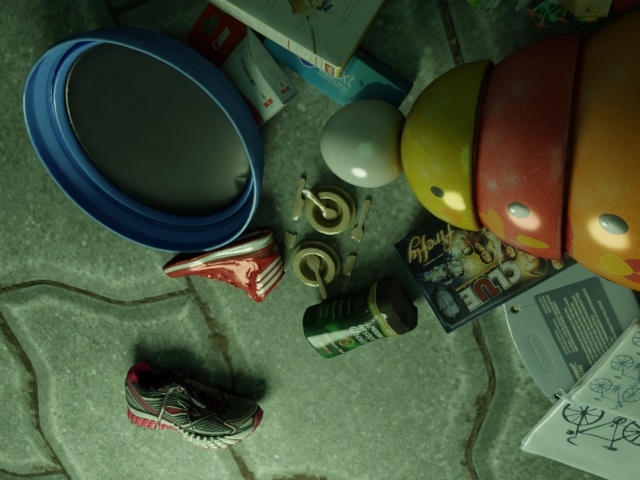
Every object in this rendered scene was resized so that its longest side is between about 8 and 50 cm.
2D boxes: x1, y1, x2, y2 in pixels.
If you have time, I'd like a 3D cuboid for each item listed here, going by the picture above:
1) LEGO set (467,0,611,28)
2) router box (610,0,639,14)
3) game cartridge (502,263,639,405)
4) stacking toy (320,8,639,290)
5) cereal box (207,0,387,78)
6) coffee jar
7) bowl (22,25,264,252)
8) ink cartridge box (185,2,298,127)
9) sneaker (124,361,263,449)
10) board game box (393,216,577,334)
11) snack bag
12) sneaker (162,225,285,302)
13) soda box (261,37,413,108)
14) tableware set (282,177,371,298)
[{"bbox_3d":[0.224,-0.312,0.759,0.287,0.132,0.107,53,125,27],"label":"LEGO set"},{"bbox_3d":[0.384,-0.474,0.679,0.335,0.082,0.301,-37,100,29],"label":"router box"},{"bbox_3d":[0.406,0.144,0.994,0.198,0.062,0.297,-21,107,30],"label":"game cartridge"},{"bbox_3d":[0.226,-0.109,0.787,0.480,0.350,0.350,4,117,25],"label":"stacking toy"},{"bbox_3d":[-0.033,-0.350,0.844,0.240,0.047,0.173,30,84,2],"label":"cereal box"},{"bbox_3d":[0.068,0.132,1.075,0.184,0.079,0.096,-24,124,26],"label":"coffee jar"},{"bbox_3d":[-0.269,-0.148,0.998,0.391,0.077,0.391,12,135,12],"label":"bowl"},{"bbox_3d":[-0.129,-0.251,0.937,0.179,0.045,0.145,49,150,-12],"label":"ink cartridge box"},{"bbox_3d":[-0.258,0.323,1.254,0.299,0.121,0.112,6,115,15],"label":"sneaker"},{"bbox_3d":[0.250,0.012,0.949,0.243,0.042,0.165,-37,77,29],"label":"board game box"},{"bbox_3d":[0.522,0.285,0.984,0.323,0.037,0.342,21,127,-6],"label":"snack bag"},{"bbox_3d":[-0.165,0.064,1.118,0.221,0.087,0.128,-14,109,25],"label":"sneaker"},{"bbox_3d":[0.026,-0.250,0.912,0.210,0.067,0.071,35,120,-2],"label":"soda box"},{"bbox_3d":[0.000,0.000,1.059,0.128,0.039,0.194,18,120,8],"label":"tableware set"}]
